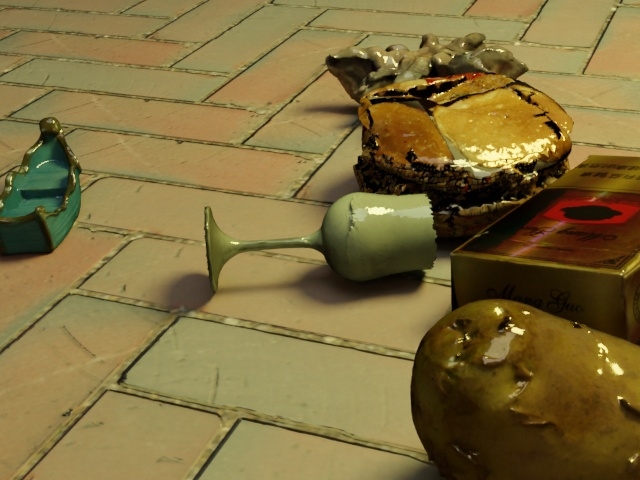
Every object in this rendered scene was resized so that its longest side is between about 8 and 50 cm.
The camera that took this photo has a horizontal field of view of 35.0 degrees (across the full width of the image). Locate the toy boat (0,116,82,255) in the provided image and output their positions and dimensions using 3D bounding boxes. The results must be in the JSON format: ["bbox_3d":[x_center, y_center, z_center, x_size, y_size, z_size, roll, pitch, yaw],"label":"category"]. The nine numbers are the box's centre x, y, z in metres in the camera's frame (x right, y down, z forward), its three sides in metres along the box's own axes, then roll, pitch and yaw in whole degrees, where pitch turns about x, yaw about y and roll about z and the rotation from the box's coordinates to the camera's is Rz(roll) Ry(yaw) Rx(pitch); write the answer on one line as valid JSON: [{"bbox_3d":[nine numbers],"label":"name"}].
[{"bbox_3d":[-0.282,-0.058,1.019,0.075,0.077,0.185,-2,29,3],"label":"toy boat"}]

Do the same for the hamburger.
[{"bbox_3d":[0.141,-0.084,1.000,0.231,0.106,0.231,1,30,-1],"label":"hamburger"}]

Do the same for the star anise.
[{"bbox_3d":[0.125,-0.195,1.212,0.236,0.093,0.229,7,30,15],"label":"star anise"}]

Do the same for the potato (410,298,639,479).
[{"bbox_3d":[0.138,0.107,0.631,0.176,0.137,0.137,23,32,3],"label":"potato"}]

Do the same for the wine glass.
[{"bbox_3d":[0.000,0.000,0.882,0.195,0.079,0.079,-4,29,-2],"label":"wine glass"}]

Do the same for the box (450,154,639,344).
[{"bbox_3d":[0.237,-0.001,0.846,0.159,0.071,0.240,11,30,42],"label":"box"}]
